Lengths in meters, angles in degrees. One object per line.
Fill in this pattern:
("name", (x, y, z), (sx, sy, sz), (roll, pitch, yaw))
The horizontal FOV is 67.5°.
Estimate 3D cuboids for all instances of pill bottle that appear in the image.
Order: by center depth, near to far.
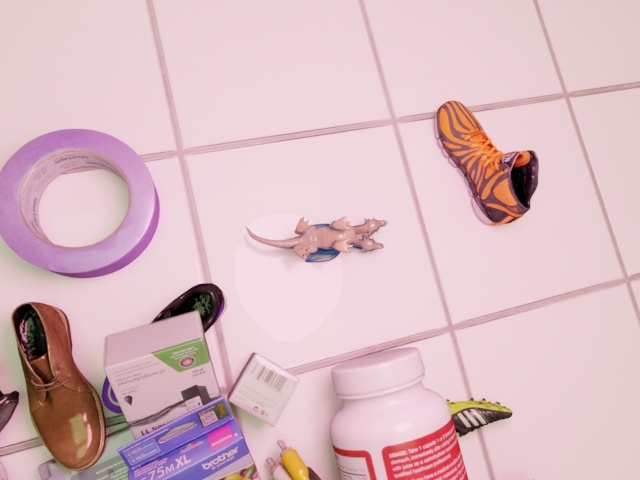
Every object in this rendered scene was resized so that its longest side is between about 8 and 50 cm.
("pill bottle", (0.149, 0.419, 0.881), (0.229, 0.229, 0.407), (-11, 82, -14))

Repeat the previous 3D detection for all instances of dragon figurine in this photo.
("dragon figurine", (0.000, 0.000, 1.002), (0.289, 0.144, 0.085), (-8, 82, 6))

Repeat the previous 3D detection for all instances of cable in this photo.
("cable", (-0.001, 0.481, 0.834), (0.072, 0.287, 0.139), (0, 106, -39))

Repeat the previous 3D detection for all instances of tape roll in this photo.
("tape roll", (-0.455, -0.069, 0.914), (0.275, 0.090, 0.274), (2, 78, -12))

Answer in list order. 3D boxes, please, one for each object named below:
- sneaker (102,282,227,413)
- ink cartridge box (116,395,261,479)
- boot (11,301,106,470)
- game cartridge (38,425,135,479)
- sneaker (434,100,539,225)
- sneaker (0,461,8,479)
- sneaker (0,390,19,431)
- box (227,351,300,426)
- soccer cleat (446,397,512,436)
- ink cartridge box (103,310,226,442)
("sneaker", (-0.290, 0.186, 0.872), (0.102, 0.146, 0.293), (41, 74, -2))
("ink cartridge box", (-0.194, 0.429, 0.809), (0.186, 0.065, 0.311), (-22, 116, -17))
("boot", (-0.461, 0.248, 0.819), (0.112, 0.115, 0.305), (-22, 78, -18))
("game cartridge", (-0.325, 0.433, 0.866), (0.294, 0.060, 0.196), (-20, 81, -15))
("sneaker", (0.386, -0.197, 1.076), (0.125, 0.180, 0.321), (-27, 86, -16))
("sneaker", (-0.532, 0.457, 0.782), (0.232, 0.115, 0.090), (43, 74, -2))
("sneaker", (-0.639, 0.239, 0.810), (0.276, 0.097, 0.135), (38, 74, -5))
("box", (-0.111, 0.284, 0.923), (0.101, 0.087, 0.102), (32, 75, -5))
("soccer cleat", (0.320, 0.378, 1.020), (0.179, 0.060, 0.072), (2, 88, -5))
("ink cartridge box", (-0.249, 0.240, 0.794), (0.153, 0.087, 0.208), (-16, 120, -14))
